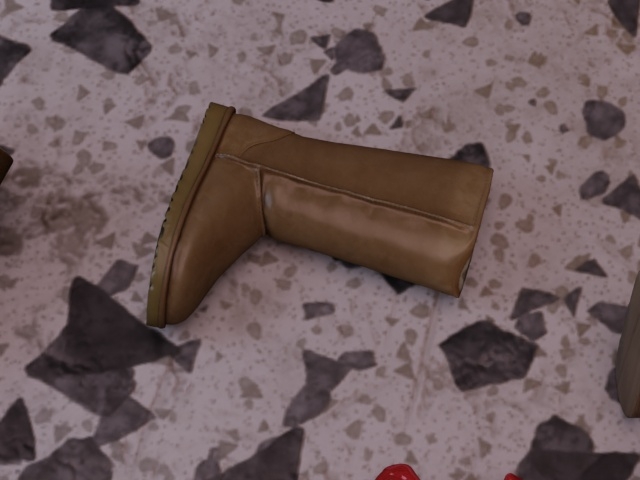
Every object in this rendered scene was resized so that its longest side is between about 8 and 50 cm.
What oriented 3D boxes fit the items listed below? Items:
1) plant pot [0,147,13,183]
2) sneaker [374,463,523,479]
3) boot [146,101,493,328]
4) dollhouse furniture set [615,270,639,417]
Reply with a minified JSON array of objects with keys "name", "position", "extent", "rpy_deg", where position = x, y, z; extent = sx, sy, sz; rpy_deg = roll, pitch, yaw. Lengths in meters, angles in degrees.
[{"name":"plant pot","position":[-0.414,0.004,1.318],"extent":[0.237,0.237,0.254],"rpy_deg":[19,81,5]},{"name":"sneaker","position":[0.165,0.253,1.291],"extent":[0.279,0.107,0.118],"rpy_deg":[18,59,3]},{"name":"boot","position":[0.000,0.000,1.395],"extent":[0.270,0.089,0.236],"rpy_deg":[16,68,3]},{"name":"dollhouse furniture set","position":[0.458,0.231,1.286],"extent":[0.362,0.256,0.394],"rpy_deg":[-3,46,-4]}]
